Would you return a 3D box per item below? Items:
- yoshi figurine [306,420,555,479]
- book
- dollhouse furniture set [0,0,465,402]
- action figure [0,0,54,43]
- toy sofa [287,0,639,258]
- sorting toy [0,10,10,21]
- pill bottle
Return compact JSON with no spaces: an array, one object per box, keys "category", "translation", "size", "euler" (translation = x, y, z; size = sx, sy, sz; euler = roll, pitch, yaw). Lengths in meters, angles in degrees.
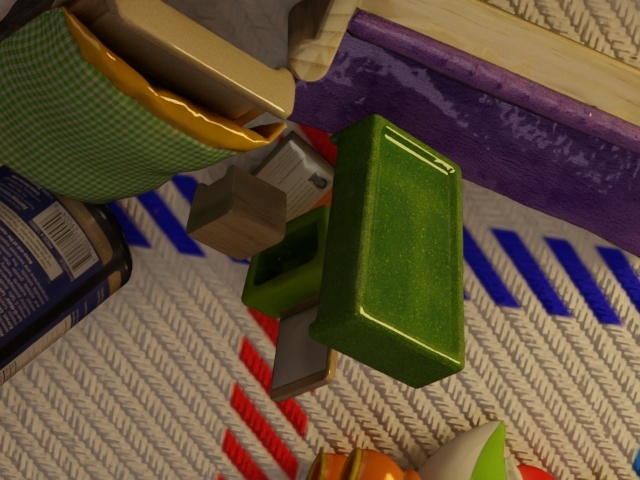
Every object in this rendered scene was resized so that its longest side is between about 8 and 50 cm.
[{"category":"yoshi figurine","translation":[0.154,0.292,1.093],"size":[0.362,0.203,0.203],"euler":[19,125,-10]},{"category":"book","translation":[0.000,0.000,1.052],"size":[0.144,0.035,0.096],"euler":[41,108,-14]},{"category":"dollhouse furniture set","translation":[-0.080,-0.011,0.869],"size":[0.301,0.151,0.197],"euler":[28,143,-34]},{"category":"action figure","translation":[-0.142,-0.220,0.892],"size":[0.275,0.141,0.164],"euler":[-44,114,-2]},{"category":"toy sofa","translation":[0.151,-0.089,0.958],"size":[0.362,0.150,0.177],"euler":[22,108,-9]},{"category":"sorting toy","translation":[-0.197,-0.132,0.994],"size":[0.075,0.045,0.083],"euler":[10,110,3]},{"category":"pill bottle","translation":[-0.246,0.043,0.960],"size":[0.219,0.123,0.123],"euler":[-41,111,-28]}]
